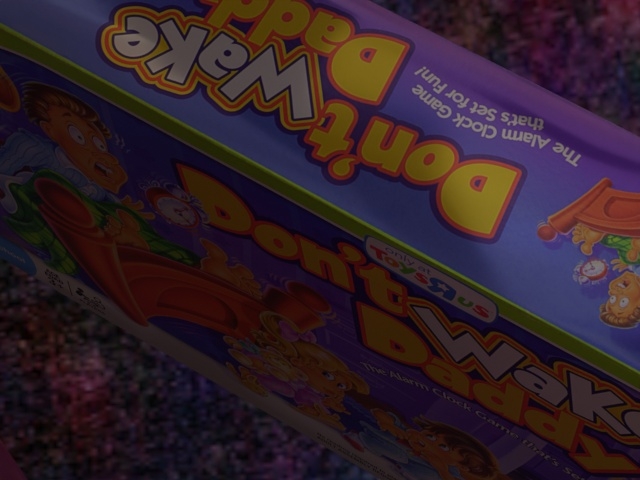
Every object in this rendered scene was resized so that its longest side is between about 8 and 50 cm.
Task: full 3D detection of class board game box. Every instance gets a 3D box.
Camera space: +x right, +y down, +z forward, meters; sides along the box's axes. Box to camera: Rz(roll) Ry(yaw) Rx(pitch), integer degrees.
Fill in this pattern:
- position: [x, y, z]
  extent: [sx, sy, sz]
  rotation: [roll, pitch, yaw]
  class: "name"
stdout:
- position: [0.000, 0.000, 0.601]
  extent: [0.078, 0.347, 0.233]
  rotation: [-55, 165, -23]
  class: "board game box"

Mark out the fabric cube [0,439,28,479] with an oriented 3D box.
- position: [-0.143, 0.204, 0.335]
  extent: [0.258, 0.259, 0.254]
  rotation: [86, -20, -64]
  class: "fabric cube"
